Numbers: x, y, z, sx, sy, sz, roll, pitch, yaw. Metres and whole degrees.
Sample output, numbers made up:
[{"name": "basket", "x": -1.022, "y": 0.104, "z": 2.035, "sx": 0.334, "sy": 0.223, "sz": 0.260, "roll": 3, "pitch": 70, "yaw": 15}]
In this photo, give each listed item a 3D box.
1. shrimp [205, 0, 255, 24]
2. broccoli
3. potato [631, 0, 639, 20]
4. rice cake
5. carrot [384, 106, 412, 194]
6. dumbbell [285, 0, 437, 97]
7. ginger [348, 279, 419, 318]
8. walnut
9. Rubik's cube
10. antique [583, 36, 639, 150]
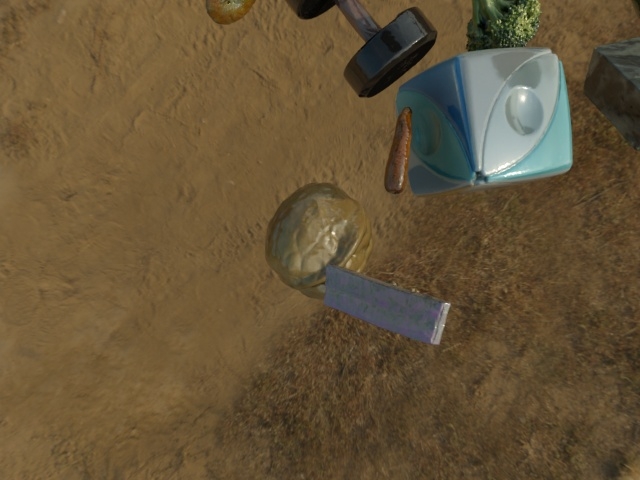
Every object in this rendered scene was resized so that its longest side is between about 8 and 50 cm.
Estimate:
[{"name": "shrimp", "x": -0.171, "y": -0.561, "z": 1.171, "sx": 0.217, "sy": 0.115, "sz": 0.051, "roll": -47, "pitch": 69, "yaw": 26}, {"name": "broccoli", "x": 0.564, "y": -0.695, "z": 1.697, "sx": 0.235, "sy": 0.288, "sz": 0.260, "roll": -9, "pitch": 109, "yaw": -18}, {"name": "potato", "x": 0.754, "y": -0.587, "z": 1.210, "sx": 0.143, "sy": 0.169, "sz": 0.248, "roll": -24, "pitch": 109, "yaw": 21}, {"name": "rice cake", "x": 0.142, "y": 0.145, "z": 1.245, "sx": 0.297, "sy": 0.050, "sz": 0.106, "roll": 17, "pitch": 99, "yaw": 22}, {"name": "carrot", "x": 0.199, "y": -0.230, "z": 1.351, "sx": 0.059, "sy": 0.059, "sz": 0.248, "roll": 10, "pitch": 75, "yaw": 3}, {"name": "dumbbell", "x": 0.058, "y": -0.348, "z": 0.835, "sx": 0.152, "sy": 0.152, "sz": 0.218, "roll": -38, "pitch": 90, "yaw": -1}, {"name": "ginger", "x": 0.176, "y": 0.169, "z": 1.597, "sx": 0.213, "sy": 0.137, "sz": 0.074, "roll": -22, "pitch": 46, "yaw": 25}, {"name": "walnut", "x": 0.000, "y": 0.000, "z": 1.755, "sx": 0.381, "sy": 0.381, "sz": 0.381, "roll": 0, "pitch": 85, "yaw": 3}, {"name": "Rubik's cube", "x": 0.444, "y": -0.314, "z": 1.506, "sx": 0.352, "sy": 0.347, "sz": 0.352, "roll": -7, "pitch": 90, "yaw": -22}, {"name": "antique", "x": 0.489, "y": -0.233, "z": 0.834, "sx": 0.088, "sy": 0.086, "sz": 0.183, "roll": -11, "pitch": 48, "yaw": -1}]
